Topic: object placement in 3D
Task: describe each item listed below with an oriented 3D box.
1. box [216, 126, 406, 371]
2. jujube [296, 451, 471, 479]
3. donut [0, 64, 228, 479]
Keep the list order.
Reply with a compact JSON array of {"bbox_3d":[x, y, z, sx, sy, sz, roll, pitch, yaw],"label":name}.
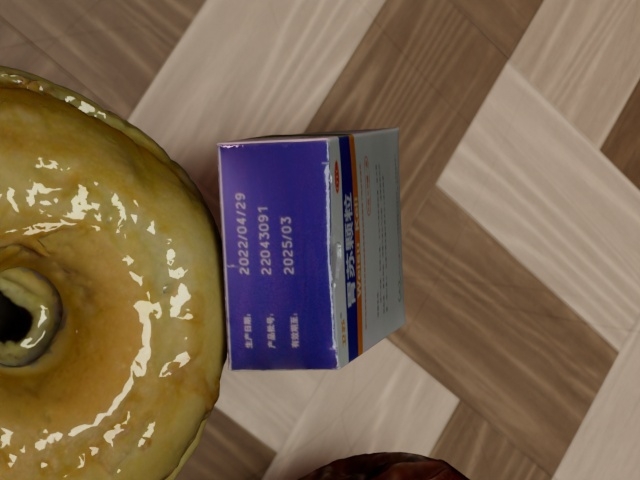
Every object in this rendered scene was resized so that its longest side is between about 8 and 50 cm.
[{"bbox_3d":[0.000,0.000,1.600,0.299,0.106,0.200,-21,109,-76],"label":"box"},{"bbox_3d":[0.007,0.360,1.633,0.377,0.276,0.276,-22,105,-30],"label":"jujube"},{"bbox_3d":[-0.275,0.071,1.466,0.449,0.198,0.449,-2,93,-33],"label":"donut"}]
